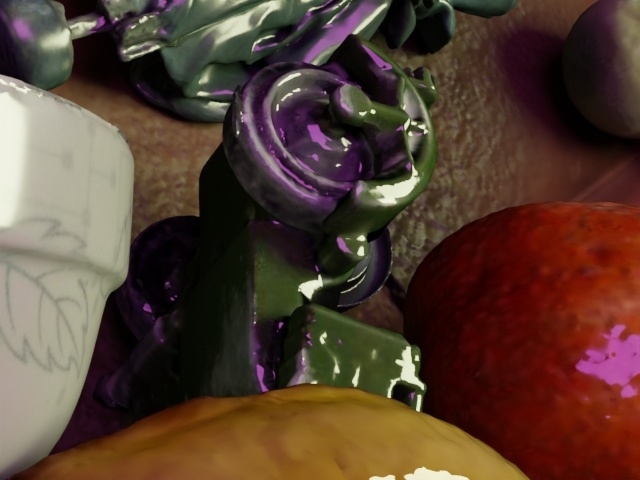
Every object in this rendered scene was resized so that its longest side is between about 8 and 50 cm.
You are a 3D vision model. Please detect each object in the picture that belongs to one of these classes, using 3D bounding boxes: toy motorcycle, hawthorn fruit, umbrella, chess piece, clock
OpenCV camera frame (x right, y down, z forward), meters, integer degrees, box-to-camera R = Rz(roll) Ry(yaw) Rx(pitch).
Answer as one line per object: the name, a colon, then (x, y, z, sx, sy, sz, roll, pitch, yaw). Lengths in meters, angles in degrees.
toy motorcycle: (-0.013, 0.055, 0.535, 0.127, 0.205, 0.275, 12, 55, -27)
hawthorn fruit: (0.168, 0.073, 0.601, 0.243, 0.207, 0.207, -13, 69, 1)
umbrella: (-0.033, -0.146, 0.693, 0.349, 0.094, 0.143, -27, 87, -35)
chess piece: (0.277, -0.110, 0.847, 0.243, 0.133, 0.133, 4, 64, -24)
clock: (0.000, 0.000, 0.685, 0.085, 0.017, 0.085, 14, 60, -25)

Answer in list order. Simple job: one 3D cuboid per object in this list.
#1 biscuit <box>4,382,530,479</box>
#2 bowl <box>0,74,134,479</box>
biscuit: (-0.026, 0.191, 0.418, 0.296, 0.296, 0.102, -4, 25, -32)
bowl: (-0.202, 0.037, 0.394, 0.287, 0.287, 0.143, 4, 81, -29)
